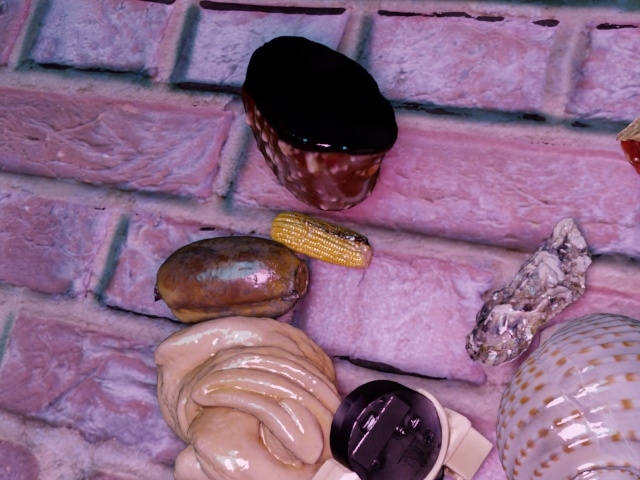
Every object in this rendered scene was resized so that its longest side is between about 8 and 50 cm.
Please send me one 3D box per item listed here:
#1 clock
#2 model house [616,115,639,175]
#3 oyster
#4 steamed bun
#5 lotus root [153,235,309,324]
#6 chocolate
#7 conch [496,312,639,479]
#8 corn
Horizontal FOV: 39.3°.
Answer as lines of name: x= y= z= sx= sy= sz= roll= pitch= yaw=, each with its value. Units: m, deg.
clock: x=0.081 y=0.403 z=1.365 sx=0.379 sy=0.276 sz=0.120 roll=-56 pitch=23 yaw=-7
model house: x=0.607 y=-0.156 z=1.424 sx=0.196 sy=0.160 sz=0.254 roll=-37 pitch=35 yaw=4
oyster: x=0.336 y=0.096 z=1.438 sx=0.252 sy=0.087 sz=0.199 roll=-35 pitch=23 yaw=16
steamed bun: x=-0.123 y=0.292 z=1.490 sx=0.325 sy=0.230 sz=0.372 roll=-29 pitch=66 yaw=12
lotus root: x=-0.160 y=0.066 z=1.618 sx=0.275 sy=0.151 sz=0.160 roll=-2 pitch=38 yaw=10
chocolate: x=-0.010 y=-0.193 z=1.629 sx=0.225 sy=0.210 sz=0.340 roll=-24 pitch=56 yaw=-23
conch: x=0.389 y=0.246 z=1.307 sx=0.303 sy=0.215 sz=0.319 roll=-30 pitch=60 yaw=24
corn: x=0.000 y=0.000 z=1.635 sx=0.203 sy=0.072 sz=0.072 roll=18 pitch=78 yaw=24
